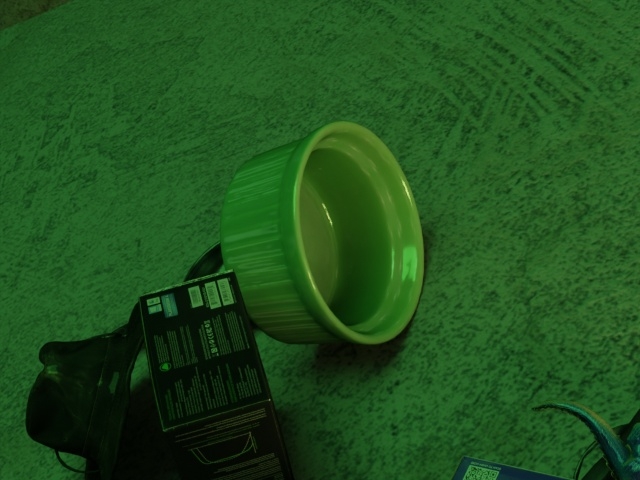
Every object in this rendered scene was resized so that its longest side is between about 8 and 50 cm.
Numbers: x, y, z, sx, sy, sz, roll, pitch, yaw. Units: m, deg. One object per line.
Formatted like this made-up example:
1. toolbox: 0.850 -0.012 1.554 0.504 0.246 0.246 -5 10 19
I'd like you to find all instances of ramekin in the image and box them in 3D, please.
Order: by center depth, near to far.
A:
1. ramekin: 0.000 0.000 1.772 0.148 0.303 0.303 -11 43 35

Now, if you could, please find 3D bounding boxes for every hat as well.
1. hat: -0.326 0.201 1.763 0.331 0.134 0.331 -162 90 -79

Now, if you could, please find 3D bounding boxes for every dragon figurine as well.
1. dragon figurine: 0.333 0.267 1.320 0.289 0.085 0.144 30 59 7

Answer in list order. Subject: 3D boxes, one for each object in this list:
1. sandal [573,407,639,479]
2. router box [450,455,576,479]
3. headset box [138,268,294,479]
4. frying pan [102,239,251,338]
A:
1. sandal: 0.339 0.242 1.449 0.054 0.097 0.254 19 50 43
2. router box: 0.306 0.342 1.191 0.335 0.301 0.082 7 53 38
3. headset box: -0.119 0.229 1.626 0.131 0.283 0.246 -16 40 -4
4. frying pan: -0.169 0.104 1.963 0.326 0.053 0.197 -44 40 -11
